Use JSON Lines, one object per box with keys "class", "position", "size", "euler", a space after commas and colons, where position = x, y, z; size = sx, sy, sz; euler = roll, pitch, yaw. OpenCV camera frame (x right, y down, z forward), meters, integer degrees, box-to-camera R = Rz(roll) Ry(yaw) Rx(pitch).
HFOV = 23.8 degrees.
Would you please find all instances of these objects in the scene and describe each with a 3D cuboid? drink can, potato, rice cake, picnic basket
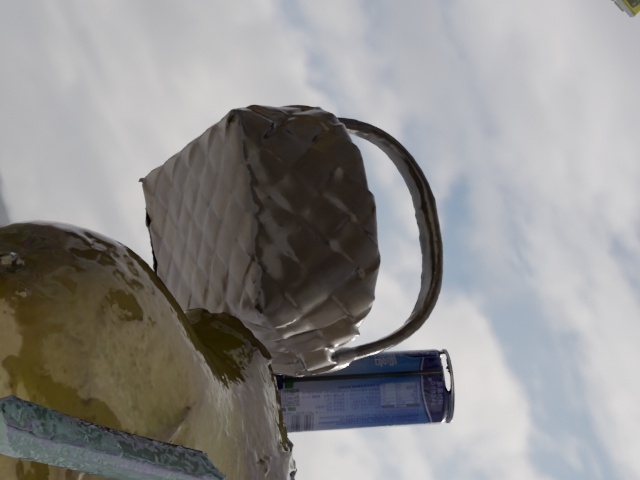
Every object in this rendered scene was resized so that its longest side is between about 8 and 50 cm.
{"class": "drink can", "position": [0.039, 0.183, 1.839], "size": [0.097, 0.235, 0.097], "euler": [177, -90, -84]}
{"class": "potato", "position": [-0.168, 0.105, 1.243], "size": [0.290, 0.397, 0.296], "euler": [30, -51, 37]}
{"class": "rice cake", "position": [-0.143, 0.144, 1.031], "size": [0.033, 0.207, 0.033], "euler": [-38, -129, 27]}
{"class": "picnic basket", "position": [0.000, 0.000, 1.657], "size": [0.337, 0.337, 0.293], "euler": [134, -51, -73]}

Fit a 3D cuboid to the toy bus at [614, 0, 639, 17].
{"class": "toy bus", "position": [0.305, -0.344, 1.691], "size": [0.226, 0.074, 0.081], "euler": [36, 16, -44]}
